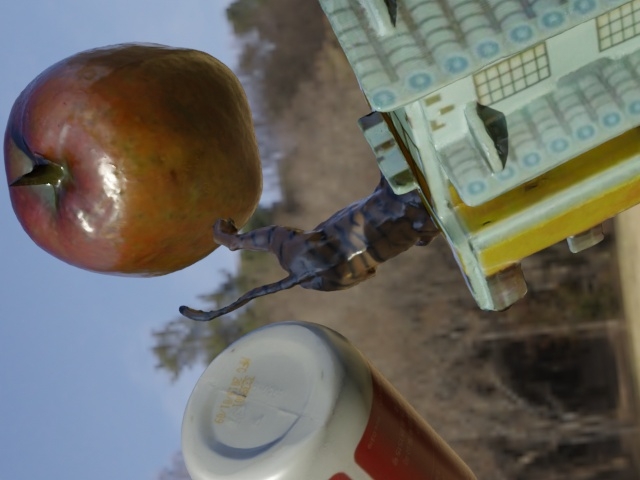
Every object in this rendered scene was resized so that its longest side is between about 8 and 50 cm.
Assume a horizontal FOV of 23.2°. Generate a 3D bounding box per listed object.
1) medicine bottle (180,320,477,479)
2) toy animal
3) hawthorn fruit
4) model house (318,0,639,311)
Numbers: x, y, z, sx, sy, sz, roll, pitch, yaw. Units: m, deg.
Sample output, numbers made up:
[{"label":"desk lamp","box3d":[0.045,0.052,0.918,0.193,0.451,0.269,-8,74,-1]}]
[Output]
[{"label":"medicine bottle","box3d":[0.024,0.164,1.015,0.250,0.131,0.131,49,-148,-41]},{"label":"toy animal","box3d":[0.006,0.005,1.220,0.114,0.255,0.116,52,-171,-18]},{"label":"hawthorn fruit","box3d":[-0.215,-0.089,1.679,0.301,0.268,0.267,-15,-81,-56]},{"label":"model house","box3d":[0.118,-0.119,0.841,0.215,0.224,0.198,67,179,-52]}]
